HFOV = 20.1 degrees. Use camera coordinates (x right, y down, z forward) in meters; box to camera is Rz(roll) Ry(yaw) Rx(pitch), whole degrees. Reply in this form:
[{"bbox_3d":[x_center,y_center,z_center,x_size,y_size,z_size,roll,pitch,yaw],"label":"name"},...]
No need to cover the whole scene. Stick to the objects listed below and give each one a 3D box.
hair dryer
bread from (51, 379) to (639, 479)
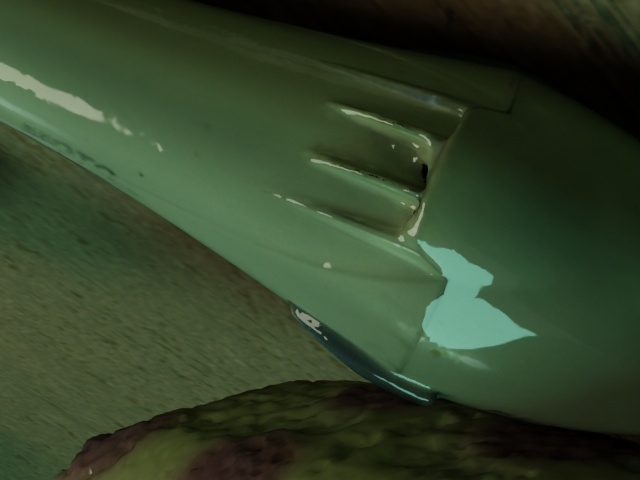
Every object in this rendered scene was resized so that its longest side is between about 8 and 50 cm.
[{"bbox_3d":[-0.023,-0.018,0.660,0.296,0.119,0.298,29,165,-19],"label":"hair dryer"},{"bbox_3d":[0.047,0.142,0.663,0.187,0.155,0.338,-4,-172,-33],"label":"bread"}]
